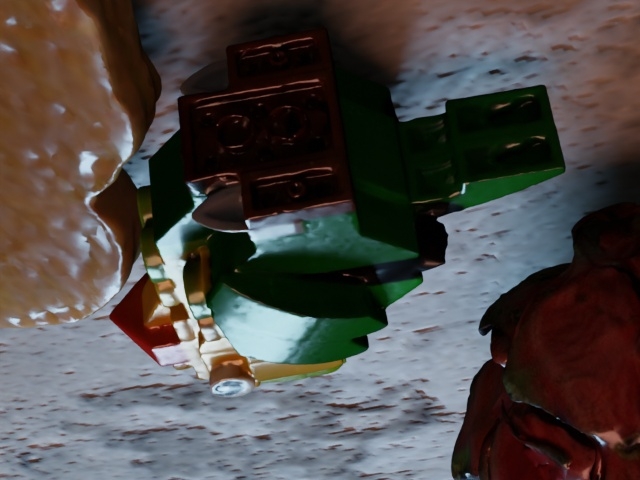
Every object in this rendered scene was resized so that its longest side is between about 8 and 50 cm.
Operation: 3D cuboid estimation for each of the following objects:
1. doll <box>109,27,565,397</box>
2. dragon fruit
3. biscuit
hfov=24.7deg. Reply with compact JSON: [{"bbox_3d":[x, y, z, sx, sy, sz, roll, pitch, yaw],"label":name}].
[{"bbox_3d":[-0.008,0.000,0.581,0.134,0.106,0.186,4,147,-23],"label":"doll"},{"bbox_3d":[0.142,0.078,0.589,0.182,0.182,0.188,0,156,15],"label":"dragon fruit"},{"bbox_3d":[-0.199,-0.093,0.559,0.269,0.051,0.376,-3,139,22],"label":"biscuit"}]
